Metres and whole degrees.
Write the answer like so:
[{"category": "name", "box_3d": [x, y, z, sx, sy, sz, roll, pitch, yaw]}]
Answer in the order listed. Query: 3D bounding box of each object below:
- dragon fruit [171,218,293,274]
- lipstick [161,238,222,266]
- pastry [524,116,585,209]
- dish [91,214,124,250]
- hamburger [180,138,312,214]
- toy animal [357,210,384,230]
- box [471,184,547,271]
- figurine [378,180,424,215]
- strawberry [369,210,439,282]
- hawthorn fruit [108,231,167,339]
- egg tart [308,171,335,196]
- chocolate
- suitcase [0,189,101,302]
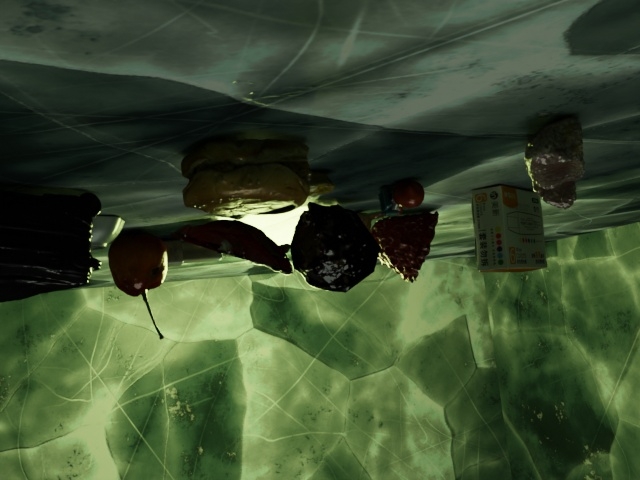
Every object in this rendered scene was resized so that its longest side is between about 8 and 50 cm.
[{"category": "dragon fruit", "box_3d": [-0.179, 0.014, 1.963, 0.282, 0.100, 0.343, 22, 180, 21]}, {"category": "lipstick", "box_3d": [-0.413, 0.035, 2.206, 0.253, 0.079, 0.077, -5, 172, -27]}, {"category": "pastry", "box_3d": [0.418, -0.147, 1.366, 0.103, 0.112, 0.265, -2, 163, 14]}, {"category": "dish", "box_3d": [-0.538, -0.010, 1.736, 0.191, 0.066, 0.190, -7, 174, -1]}, {"category": "hamburger", "box_3d": [-0.116, -0.102, 1.226, 0.214, 0.108, 0.214, -2, 171, 0]}, {"category": "toy animal", "box_3d": [0.103, 0.015, 2.088, 0.184, 0.185, 0.104, -7, 172, -3]}, {"category": "box", "box_3d": [0.496, -0.024, 2.001, 0.091, 0.220, 0.274, -9, 175, 37]}, {"category": "figurine", "box_3d": [0.182, -0.099, 1.720, 0.075, 0.068, 0.140, 0, 165, -23]}, {"category": "strawberry", "box_3d": [0.234, -0.012, 2.237, 0.178, 0.234, 0.234, 23, 169, -7]}, {"category": "hawthorn fruit", "box_3d": [-0.456, 0.118, 1.986, 0.165, 0.285, 0.165, -15, 180, 0]}, {"category": "egg tart", "box_3d": [-0.019, -0.110, 1.503, 0.105, 0.039, 0.105, -6, 173, -1]}, {"category": "chocolate", "box_3d": [0.000, 0.000, 1.840, 0.206, 0.224, 0.177, -37, 152, 7]}, {"category": "suitcase", "box_3d": [-0.621, 0.007, 1.397, 0.345, 0.188, 0.339, -10, 167, 39]}]
